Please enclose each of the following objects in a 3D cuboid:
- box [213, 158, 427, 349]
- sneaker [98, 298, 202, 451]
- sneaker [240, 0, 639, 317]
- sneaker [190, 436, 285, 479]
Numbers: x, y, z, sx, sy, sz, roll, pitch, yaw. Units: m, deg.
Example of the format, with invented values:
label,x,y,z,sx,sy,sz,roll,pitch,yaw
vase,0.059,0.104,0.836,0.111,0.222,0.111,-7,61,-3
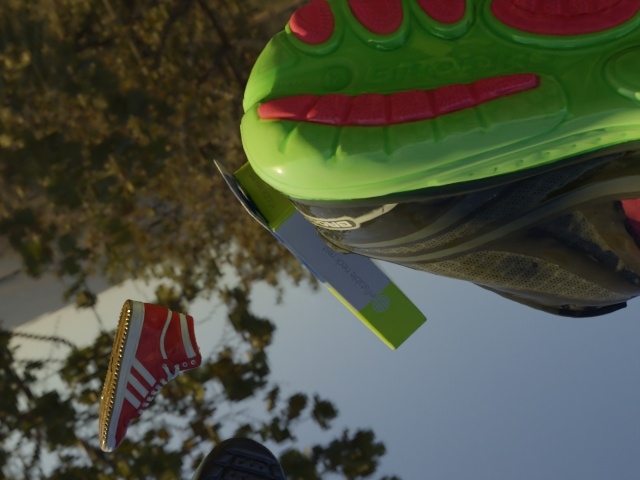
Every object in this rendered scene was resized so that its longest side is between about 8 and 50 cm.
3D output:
label,x,y,z,sx,sy,sz,roll,pitch,yaw
box,0.000,0.000,0.911,0.042,0.178,0.109,-43,-148,3
sneaker,-0.129,0.108,0.897,0.067,0.118,0.042,12,-174,-23
sneaker,0.200,-0.057,0.696,0.483,0.185,0.202,5,153,13
sneaker,-0.055,0.159,0.525,0.059,0.053,0.144,-22,-131,56
